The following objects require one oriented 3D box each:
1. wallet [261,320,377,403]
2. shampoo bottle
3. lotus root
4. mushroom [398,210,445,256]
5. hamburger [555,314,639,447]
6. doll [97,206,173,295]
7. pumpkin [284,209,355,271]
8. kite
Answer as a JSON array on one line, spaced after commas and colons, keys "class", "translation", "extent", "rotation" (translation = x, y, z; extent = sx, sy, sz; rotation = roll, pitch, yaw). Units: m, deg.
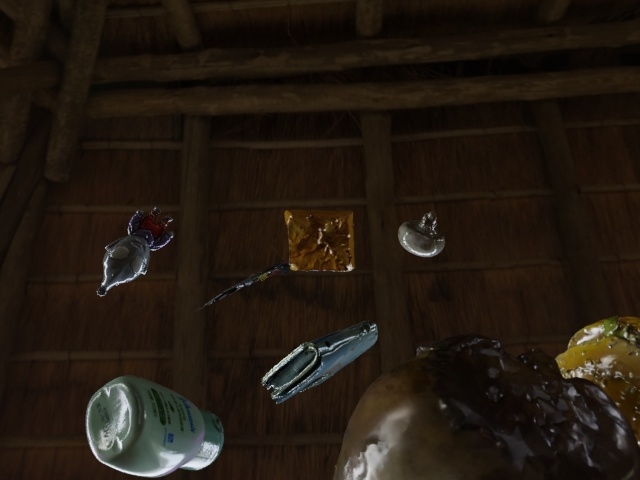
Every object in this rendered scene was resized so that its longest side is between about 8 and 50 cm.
[{"class": "wallet", "translation": [0.004, 0.247, 1.244], "extent": [0.176, 0.250, 0.075], "rotation": [-44, -109, 26]}, {"class": "shampoo bottle", "translation": [-0.355, 0.435, 1.346], "extent": [0.151, 0.221, 0.349], "rotation": [-37, -37, 5]}, {"class": "lotus root", "translation": [0.147, 0.184, 0.478], "extent": [0.273, 0.272, 0.191], "rotation": [7, -50, -5]}, {"class": "mushroom", "translation": [0.178, -0.016, 1.014], "extent": [0.085, 0.085, 0.079], "rotation": [13, -64, -7]}, {"class": "hamburger", "translation": [0.323, 0.178, 0.630], "extent": [0.118, 0.191, 0.181], "rotation": [-18, -108, -26]}, {"class": "doll", "translation": [-0.413, 0.028, 1.294], "extent": [0.102, 0.075, 0.227], "rotation": [41, -98, -17]}, {"class": "pumpkin", "translation": [0.000, 0.000, 0.703], "extent": [0.084, 0.054, 0.074], "rotation": [1, -77, 6]}, {"class": "kite", "translation": [-0.102, 0.059, 0.979], "extent": [0.286, 0.152, 0.015], "rotation": [-22, -81, 48]}]
